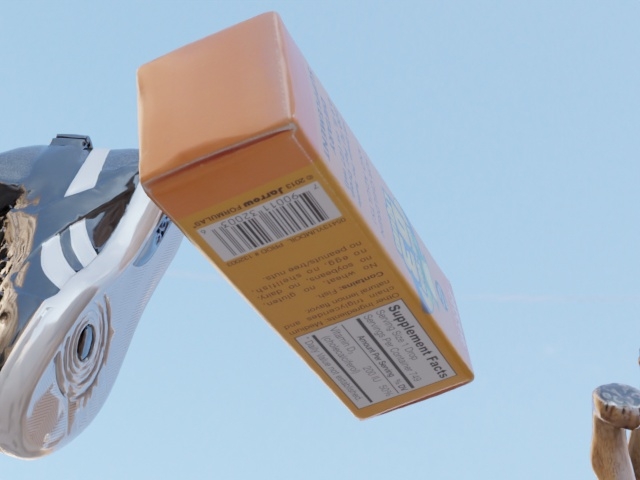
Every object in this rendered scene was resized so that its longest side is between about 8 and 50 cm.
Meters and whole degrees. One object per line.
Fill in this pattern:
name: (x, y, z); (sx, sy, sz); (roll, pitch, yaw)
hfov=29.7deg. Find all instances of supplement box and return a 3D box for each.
supplement box: (0.000, 0.000, 0.593); (0.080, 0.078, 0.233); (-20, -39, 13)

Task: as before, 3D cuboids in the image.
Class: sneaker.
sneaker: (-0.156, 0.022, 0.629); (0.121, 0.217, 0.079); (10, -53, 12)

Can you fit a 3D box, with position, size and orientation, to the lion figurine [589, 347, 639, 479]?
lion figurine: (0.246, 0.241, 0.617); (0.142, 0.392, 0.240); (-6, -63, -10)
